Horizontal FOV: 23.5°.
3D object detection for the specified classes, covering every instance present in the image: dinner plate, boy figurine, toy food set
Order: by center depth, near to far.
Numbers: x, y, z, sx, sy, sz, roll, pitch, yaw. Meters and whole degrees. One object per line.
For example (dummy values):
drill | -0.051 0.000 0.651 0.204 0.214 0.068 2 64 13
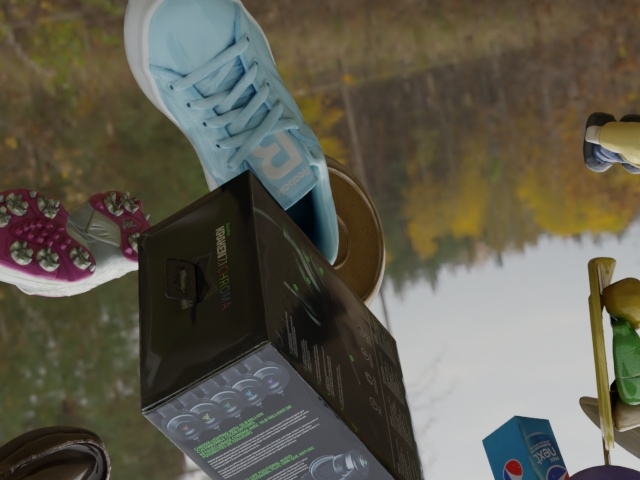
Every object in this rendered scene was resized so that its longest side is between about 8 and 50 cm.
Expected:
toy food set | 0.285 0.119 1.396 0.071 0.218 0.128 -5 -160 10
dinner plate | 0.341 0.206 1.658 0.141 0.017 0.141 29 -167 -8
boy figurine | 0.420 -0.130 1.911 0.177 0.092 0.285 2 177 -13

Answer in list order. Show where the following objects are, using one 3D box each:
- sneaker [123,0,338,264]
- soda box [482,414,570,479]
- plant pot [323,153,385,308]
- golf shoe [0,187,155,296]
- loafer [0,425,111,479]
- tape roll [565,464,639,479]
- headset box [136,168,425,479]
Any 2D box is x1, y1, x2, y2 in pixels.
sneaker | -0.061 -0.109 1.499 0.135 0.366 0.150 -42 -134 -12
soda box | 0.280 0.332 1.962 0.067 0.210 0.071 10 140 -37
plant pot | 0.000 0.000 1.890 0.236 0.236 0.032 -14 -179 -44
golf shoe | -0.299 0.019 1.665 0.140 0.115 0.306 -33 164 25
loafer | -0.398 0.352 1.972 0.130 0.134 0.366 14 -154 38
tape roll | 0.240 0.280 1.229 0.189 0.189 0.080 -14 151 -41
headset box | -0.039 0.112 1.366 0.131 0.283 0.246 -30 -144 15
